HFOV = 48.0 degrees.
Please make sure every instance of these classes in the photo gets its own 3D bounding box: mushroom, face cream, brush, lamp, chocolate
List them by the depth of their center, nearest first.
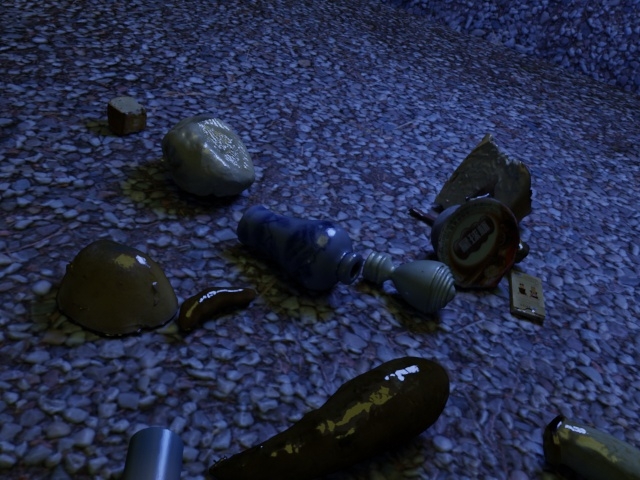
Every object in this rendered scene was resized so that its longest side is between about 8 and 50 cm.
[{"bbox_3d":[-0.217,0.351,0.884,0.077,0.077,0.250,9,34,-11],"label":"face cream"},{"bbox_3d":[0.506,0.377,1.152,0.312,0.081,0.100,26,40,12],"label":"mushroom"},{"bbox_3d":[0.178,0.079,1.443,0.193,0.106,0.106,18,32,22],"label":"lamp"},{"bbox_3d":[0.324,-0.004,1.576,0.221,0.221,0.147,6,9,-15],"label":"chocolate"},{"bbox_3d":[0.341,-0.017,1.691,0.301,0.071,0.084,23,17,26],"label":"brush"}]

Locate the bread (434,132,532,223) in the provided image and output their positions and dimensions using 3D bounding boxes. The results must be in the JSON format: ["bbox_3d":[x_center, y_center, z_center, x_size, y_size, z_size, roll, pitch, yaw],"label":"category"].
[{"bbox_3d":[0.444,-0.137,1.774,0.211,0.224,0.183,-9,46,-45],"label":"bread"}]

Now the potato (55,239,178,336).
[{"bbox_3d":[-0.343,0.062,1.229,0.202,0.117,0.182,23,31,11],"label":"potato"}]

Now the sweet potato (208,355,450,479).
[{"bbox_3d":[0.044,0.276,1.076,0.422,0.130,0.130,-20,47,-31],"label":"sweet potato"}]

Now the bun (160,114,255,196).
[{"bbox_3d":[-0.258,-0.177,1.600,0.229,0.145,0.229,44,19,-19],"label":"bun"}]

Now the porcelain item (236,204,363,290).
[{"bbox_3d":[-0.040,0.012,1.420,0.259,0.141,0.141,23,33,28],"label":"porcelain item"}]

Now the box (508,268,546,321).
[{"bbox_3d":[0.447,0.119,1.560,0.073,0.020,0.149,19,33,2],"label":"box"}]

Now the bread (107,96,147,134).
[{"bbox_3d":[-0.472,-0.302,1.745,0.076,0.070,0.083,34,36,25],"label":"bread"}]

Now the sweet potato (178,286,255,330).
[{"bbox_3d":[-0.188,0.109,1.281,0.054,0.053,0.182,-8,8,44],"label":"sweet potato"}]
